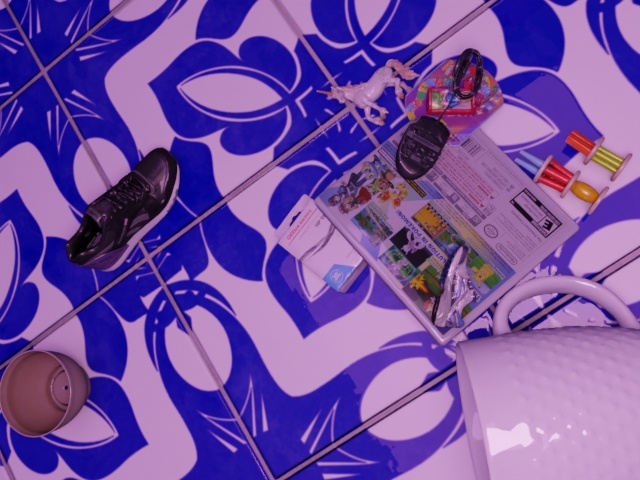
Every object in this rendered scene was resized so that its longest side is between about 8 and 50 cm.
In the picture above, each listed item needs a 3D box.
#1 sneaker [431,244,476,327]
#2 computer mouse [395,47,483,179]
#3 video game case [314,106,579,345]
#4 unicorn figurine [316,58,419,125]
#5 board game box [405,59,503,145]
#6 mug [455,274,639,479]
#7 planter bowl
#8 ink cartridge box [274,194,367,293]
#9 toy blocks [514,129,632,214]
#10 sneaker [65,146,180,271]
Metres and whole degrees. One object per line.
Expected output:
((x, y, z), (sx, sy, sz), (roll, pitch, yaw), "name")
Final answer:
((0.217, 0.075, 1.009), (0.058, 0.052, 0.135), (16, 85, 0), "sneaker")
((0.199, -0.209, 1.068), (0.071, 0.041, 0.242), (32, 91, -2), "computer mouse")
((0.206, -0.042, 1.081), (0.300, 0.036, 0.329), (-39, 75, -5), "video game case")
((0.092, -0.268, 1.166), (0.162, 0.060, 0.111), (-39, 74, -8), "unicorn figurine")
((0.229, -0.246, 1.097), (0.169, 0.033, 0.133), (-42, 75, -9), "board game box")
((0.377, 0.216, 0.931), (0.328, 0.276, 0.373), (-9, 55, 6), "mug")
((-0.521, 0.291, 1.251), (0.162, 0.109, 0.161), (-2, 84, 16), "planter bowl")
((0.000, 0.000, 1.154), (0.180, 0.060, 0.104), (38, 94, 16), "ink cartridge box")
((0.408, -0.130, 1.044), (0.148, 0.054, 0.123), (35, 82, 15), "toy blocks")
((-0.382, -0.060, 1.242), (0.107, 0.124, 0.283), (35, 94, 17), "sneaker")
